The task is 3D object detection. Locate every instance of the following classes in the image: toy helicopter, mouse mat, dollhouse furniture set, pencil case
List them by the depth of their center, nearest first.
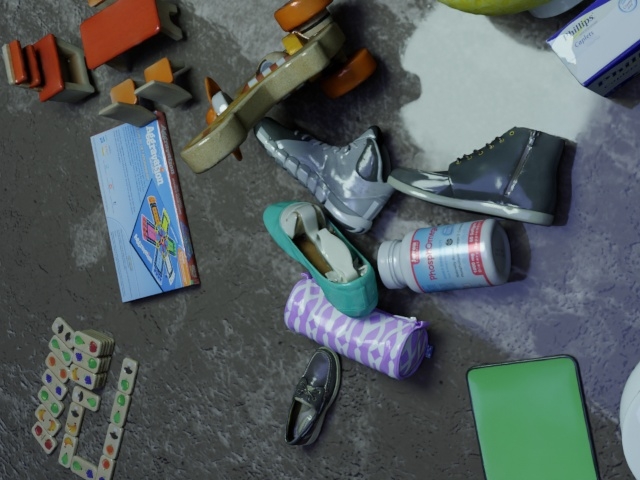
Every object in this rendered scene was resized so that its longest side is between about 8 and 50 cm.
[{"bbox_3d":[0.273,0.249,1.212,0.152,0.007,0.190,-12,87,29],"label":"mouse mat"},{"bbox_3d":[-0.092,-0.185,1.224,0.235,0.355,0.140,-23,111,35],"label":"toy helicopter"},{"bbox_3d":[0.049,0.118,1.286,0.206,0.086,0.088,20,105,27],"label":"pencil case"},{"bbox_3d":[-0.350,-0.307,1.452,0.259,0.135,0.262,-23,74,27],"label":"dollhouse furniture set"}]

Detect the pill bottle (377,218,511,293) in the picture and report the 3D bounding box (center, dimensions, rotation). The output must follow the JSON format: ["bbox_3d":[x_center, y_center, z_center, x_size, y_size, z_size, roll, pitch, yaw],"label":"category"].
[{"bbox_3d":[0.160,0.023,1.221,0.160,0.087,0.087,-9,87,29],"label":"pill bottle"}]

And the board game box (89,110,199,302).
[{"bbox_3d":[-0.284,-0.052,1.500,0.145,0.027,0.281,-15,84,29],"label":"board game box"}]

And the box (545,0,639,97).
[{"bbox_3d":[0.347,-0.235,1.082,0.126,0.137,0.072,-39,74,24],"label":"box"}]

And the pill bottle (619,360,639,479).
[{"bbox_3d":[0.409,0.174,0.956,0.176,0.318,0.176,1,91,30],"label":"pill bottle"}]

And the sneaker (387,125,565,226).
[{"bbox_3d":[0.201,-0.095,1.208,0.222,0.083,0.118,13,91,20],"label":"sneaker"}]

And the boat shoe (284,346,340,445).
[{"bbox_3d":[-0.013,0.227,1.344,0.056,0.049,0.152,19,100,28],"label":"boat shoe"}]

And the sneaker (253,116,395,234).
[{"bbox_3d":[0.020,-0.126,1.308,0.228,0.086,0.132,45,102,15],"label":"sneaker"}]

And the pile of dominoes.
[{"bbox_3d":[-0.412,0.272,1.573,0.196,0.040,0.251,19,100,27],"label":"pile of dominoes"}]

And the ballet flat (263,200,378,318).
[{"bbox_3d":[0.000,0.000,1.283,0.247,0.083,0.087,49,154,36],"label":"ballet flat"}]

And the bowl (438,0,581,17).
[{"bbox_3d":[0.254,-0.359,1.103,0.289,0.289,0.156,-34,119,25],"label":"bowl"}]
